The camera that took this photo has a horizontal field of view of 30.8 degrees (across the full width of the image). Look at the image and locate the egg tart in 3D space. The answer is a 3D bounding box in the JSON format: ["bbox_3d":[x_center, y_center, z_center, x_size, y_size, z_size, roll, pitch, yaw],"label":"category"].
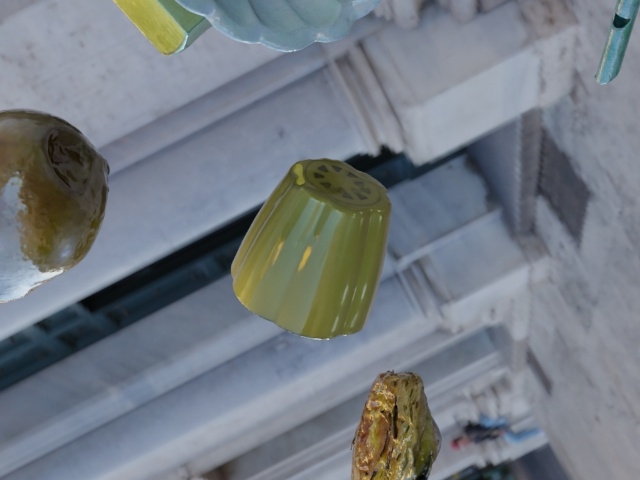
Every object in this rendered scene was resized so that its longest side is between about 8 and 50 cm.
[{"bbox_3d":[0.151,0.397,2.226,0.132,0.297,0.297,18,-161,-21],"label":"egg tart"}]

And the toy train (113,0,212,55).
[{"bbox_3d":[-0.194,-0.479,1.789,0.253,0.397,0.160,47,155,-11],"label":"toy train"}]

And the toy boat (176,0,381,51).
[{"bbox_3d":[-0.075,-0.293,1.046,0.290,0.199,0.100,28,-176,-20],"label":"toy boat"}]

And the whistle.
[{"bbox_3d":[0.472,-0.325,1.839,0.186,0.039,0.039,93,156,-50],"label":"whistle"}]

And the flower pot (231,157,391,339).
[{"bbox_3d":[0.000,0.000,1.486,0.195,0.195,0.179,-117,42,-52],"label":"flower pot"}]

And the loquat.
[{"bbox_3d":[-0.313,-0.033,1.176,0.179,0.227,0.179,27,-135,-32],"label":"loquat"}]
